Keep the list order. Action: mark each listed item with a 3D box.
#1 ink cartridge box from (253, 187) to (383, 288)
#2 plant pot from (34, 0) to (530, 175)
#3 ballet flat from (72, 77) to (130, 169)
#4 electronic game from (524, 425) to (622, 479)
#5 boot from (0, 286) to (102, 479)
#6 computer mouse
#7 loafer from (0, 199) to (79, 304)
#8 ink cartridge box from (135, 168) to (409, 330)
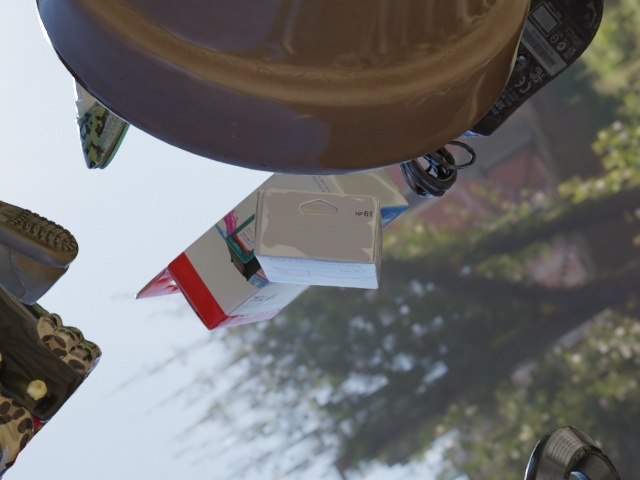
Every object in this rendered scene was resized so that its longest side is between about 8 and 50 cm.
[{"bbox_3d":[0.000,0.000,1.348,0.122,0.088,0.052,73,-159,-78],"label":"ink cartridge box"},{"bbox_3d":[-0.001,-0.200,0.895,0.263,0.229,0.263,7,-132,-8],"label":"plant pot"},{"bbox_3d":[-0.161,-0.144,1.442,0.070,0.070,0.188,44,-124,-37],"label":"ballet flat"},{"bbox_3d":[0.251,0.293,1.762,0.229,0.048,0.229,28,-123,-53],"label":"electronic game"},{"bbox_3d":[-0.325,0.065,1.318,0.284,0.138,0.377,41,-163,-2],"label":"boot"},{"bbox_3d":[0.158,-0.183,1.823,0.188,0.272,0.072,47,-174,-44],"label":"computer mouse"},{"bbox_3d":[-0.214,-0.008,1.068,0.148,0.050,0.056,27,-165,13],"label":"loafer"},{"bbox_3d":[-0.046,0.009,1.687,0.078,0.231,0.134,55,-158,13],"label":"ink cartridge box"}]
